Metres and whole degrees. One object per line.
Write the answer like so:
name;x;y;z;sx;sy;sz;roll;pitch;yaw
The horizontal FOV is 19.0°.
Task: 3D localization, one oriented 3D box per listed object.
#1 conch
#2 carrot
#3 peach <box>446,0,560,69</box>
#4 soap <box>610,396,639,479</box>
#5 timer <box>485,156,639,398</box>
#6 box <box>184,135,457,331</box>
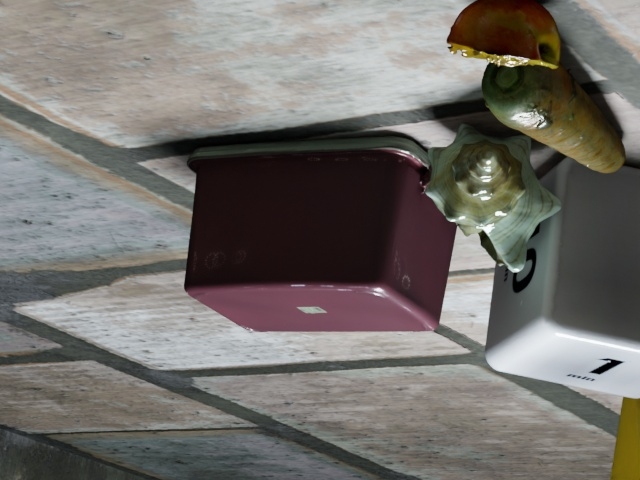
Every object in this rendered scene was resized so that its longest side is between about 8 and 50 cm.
conch;0.179;-0.041;1.893;0.114;0.137;0.234;-34;146;6
carrot;0.235;-0.108;1.781;0.078;0.078;0.298;-2;166;29
peach;0.156;-0.175;1.602;0.098;0.061;0.098;13;-176;-1
soap;0.417;0.147;2.066;0.096;0.324;0.204;21;157;-22
timer;0.297;0.042;1.991;0.194;0.192;0.195;12;162;-10
box;0.000;0.000;2.048;0.294;0.167;0.193;-2;158;29
